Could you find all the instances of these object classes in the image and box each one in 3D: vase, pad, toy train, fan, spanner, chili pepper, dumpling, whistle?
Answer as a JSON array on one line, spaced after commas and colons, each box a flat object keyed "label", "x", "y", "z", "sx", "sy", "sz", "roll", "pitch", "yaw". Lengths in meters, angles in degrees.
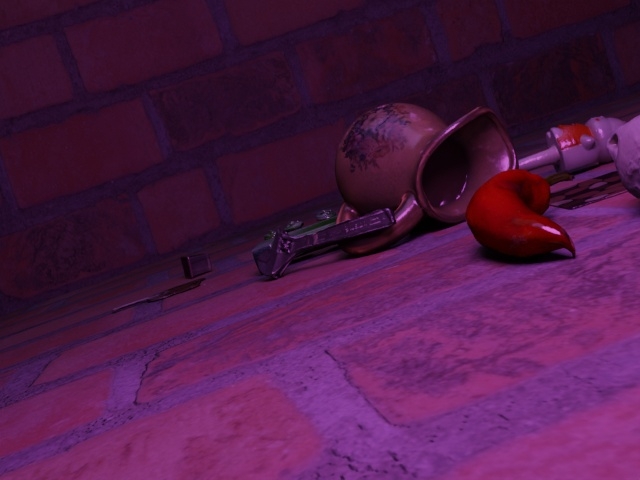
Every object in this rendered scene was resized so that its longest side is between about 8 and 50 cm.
[{"label": "vase", "x": 0.152, "y": -0.098, "z": 1.395, "sx": 0.329, "sy": 0.241, "sz": 0.302, "roll": -49, "pitch": 30, "yaw": -15}, {"label": "pad", "x": 0.431, "y": -0.082, "z": 1.203, "sx": 0.158, "sy": 0.003, "sz": 0.235, "roll": -19, "pitch": 6, "yaw": 3}, {"label": "toy train", "x": -0.018, "y": -0.004, "z": 1.572, "sx": 0.251, "sy": 0.085, "sz": 0.119, "roll": -19, "pitch": 11, "yaw": 15}, {"label": "fan", "x": -0.383, "y": 0.130, "z": 1.806, "sx": 0.226, "sy": 0.008, "sz": 0.152, "roll": -18, "pitch": 6, "yaw": -2}, {"label": "spanner", "x": 0.000, "y": 0.000, "z": 1.363, "sx": 0.325, "sy": 0.093, "sz": 0.026, "roll": -18, "pitch": -25, "yaw": 39}, {"label": "chili pepper", "x": 0.257, "y": -0.032, "z": 0.988, "sx": 0.137, "sy": 0.092, "sz": 0.368, "roll": 3, "pitch": 19, "yaw": 17}, {"label": "dumpling", "x": 0.415, "y": -0.083, "z": 0.875, "sx": 0.108, "sy": 0.152, "sz": 0.219, "roll": -61, "pitch": 16, "yaw": 12}, {"label": "whistle", "x": 0.491, "y": -0.178, "z": 1.474, "sx": 0.253, "sy": 0.106, "sz": 0.102, "roll": -19, "pitch": -35, "yaw": 5}]

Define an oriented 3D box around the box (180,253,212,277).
[{"label": "box", "x": -0.327, "y": 0.064, "z": 2.023, "sx": 0.063, "sy": 0.060, "sz": 0.084, "roll": -12, "pitch": 2, "yaw": -22}]
